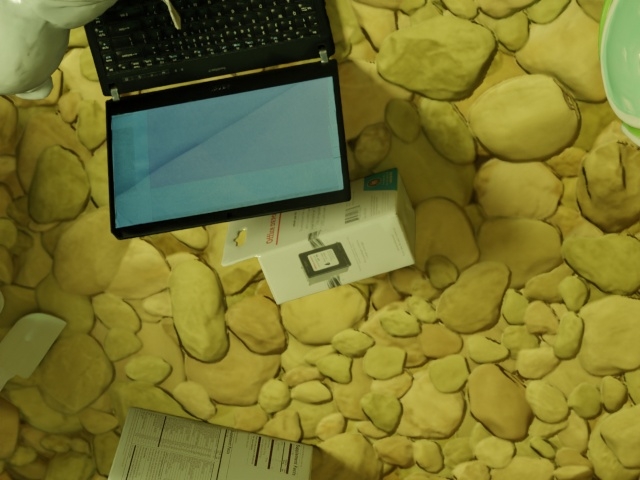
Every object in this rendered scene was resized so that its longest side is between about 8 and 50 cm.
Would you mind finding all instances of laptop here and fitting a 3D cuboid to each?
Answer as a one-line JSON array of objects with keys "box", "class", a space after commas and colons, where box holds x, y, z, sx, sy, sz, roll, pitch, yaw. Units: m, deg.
[{"box": [-0.108, -0.162, 1.839, 0.234, 0.136, 0.264, -10, 116, 7], "class": "laptop"}]

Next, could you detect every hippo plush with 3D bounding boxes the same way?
[{"box": [-0.219, -0.224, 1.756, 0.234, 0.294, 0.236, 16, 132, -37], "class": "hippo plush"}]

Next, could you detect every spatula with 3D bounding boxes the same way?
[{"box": [-0.397, 0.129, 2.072, 0.168, 0.019, 0.242, 30, 116, -18], "class": "spatula"}]

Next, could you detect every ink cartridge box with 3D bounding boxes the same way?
[{"box": [0.000, 0.000, 1.934, 0.180, 0.104, 0.060, -17, 116, 12], "class": "ink cartridge box"}]

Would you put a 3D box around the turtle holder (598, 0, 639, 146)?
[{"box": [0.392, -0.190, 1.747, 0.243, 0.227, 0.320, 41, 112, -16], "class": "turtle holder"}]

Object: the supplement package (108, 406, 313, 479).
[{"box": [-0.129, 0.310, 2.074, 0.203, 0.149, 0.194, 12, 117, -2], "class": "supplement package"}]
